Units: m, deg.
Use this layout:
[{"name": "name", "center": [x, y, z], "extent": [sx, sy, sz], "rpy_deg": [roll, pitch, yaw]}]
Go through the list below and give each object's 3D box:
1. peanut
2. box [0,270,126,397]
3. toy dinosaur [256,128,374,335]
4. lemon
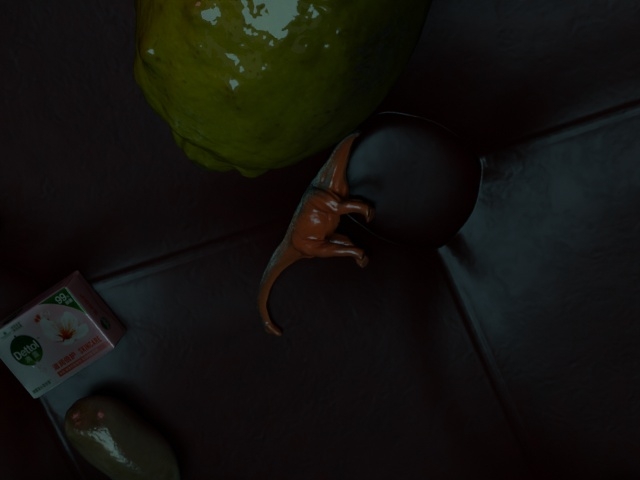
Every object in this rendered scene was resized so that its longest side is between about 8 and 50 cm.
[{"name": "peanut", "center": [-0.214, 0.226, 2.102], "extent": [0.152, 0.076, 0.076], "rpy_deg": [40, 117, -12]}, {"name": "box", "center": [-0.285, 0.102, 2.077], "extent": [0.125, 0.043, 0.089], "rpy_deg": [-34, 103, 24]}, {"name": "toy dinosaur", "center": [0.002, -0.002, 1.957], "extent": [0.101, 0.055, 0.280], "rpy_deg": [24, 119, 12]}, {"name": "lemon", "center": [-0.041, -0.217, 1.754], "extent": [0.316, 0.285, 0.285], "rpy_deg": [-25, 108, 46]}]
